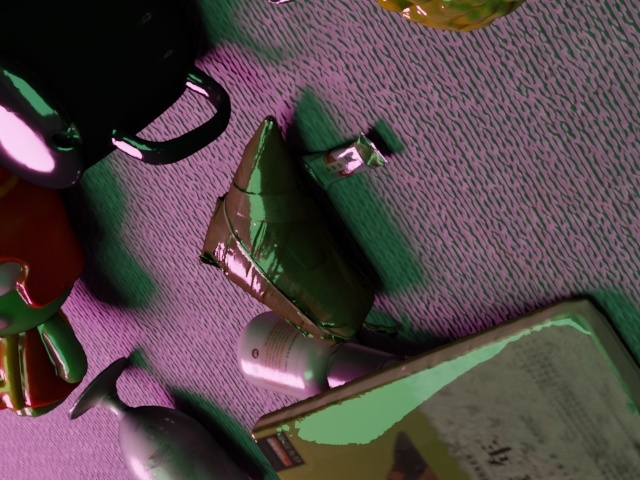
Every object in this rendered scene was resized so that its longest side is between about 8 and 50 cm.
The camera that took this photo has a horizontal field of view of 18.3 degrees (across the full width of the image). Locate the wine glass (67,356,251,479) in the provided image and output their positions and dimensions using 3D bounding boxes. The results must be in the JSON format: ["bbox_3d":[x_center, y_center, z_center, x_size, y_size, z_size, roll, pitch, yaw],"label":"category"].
[{"bbox_3d":[-0.161,0.220,2.068,0.202,0.093,0.093,43,149,10],"label":"wine glass"}]

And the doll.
[{"bbox_3d":[-0.323,0.004,1.947,0.183,0.160,0.363,17,136,36],"label":"doll"}]

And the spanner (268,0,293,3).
[{"bbox_3d":[-0.124,-0.247,1.558,0.325,0.026,0.093,19,141,39],"label":"spanner"}]

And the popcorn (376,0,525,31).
[{"bbox_3d":[0.082,-0.220,1.244,0.180,0.180,0.170,44,177,2],"label":"popcorn"}]

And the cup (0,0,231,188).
[{"bbox_3d":[-0.186,-0.132,1.612,0.223,0.176,0.169,32,146,17],"label":"cup"}]

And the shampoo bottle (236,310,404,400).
[{"bbox_3d":[0.013,0.112,1.761,0.192,0.074,0.074,11,135,40],"label":"shampoo bottle"}]

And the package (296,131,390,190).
[{"bbox_3d":[0.018,-0.064,1.607,0.037,0.015,0.110,48,150,-14],"label":"package"}]

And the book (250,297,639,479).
[{"bbox_3d":[0.135,0.196,1.642,0.352,0.035,0.239,-24,109,35],"label":"book"}]

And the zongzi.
[{"bbox_3d":[0.000,0.000,1.655,0.189,0.081,0.178,35,138,6],"label":"zongzi"}]
